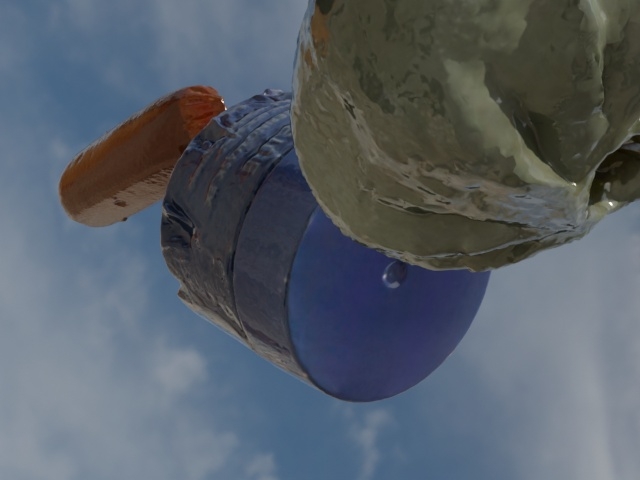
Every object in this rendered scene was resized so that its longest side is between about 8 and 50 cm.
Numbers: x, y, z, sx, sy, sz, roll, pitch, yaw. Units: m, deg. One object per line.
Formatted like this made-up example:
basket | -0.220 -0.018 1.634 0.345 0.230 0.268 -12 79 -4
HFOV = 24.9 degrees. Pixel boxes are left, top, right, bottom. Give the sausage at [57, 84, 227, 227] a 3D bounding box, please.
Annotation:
sausage | -0.209 -0.090 1.656 0.348 0.094 0.097 -23 -113 55

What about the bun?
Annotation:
bun | 0.150 -0.115 0.867 0.194 0.354 0.354 54 -42 19

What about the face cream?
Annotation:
face cream | 0.000 0.000 1.349 0.225 0.249 0.249 23 -54 47
